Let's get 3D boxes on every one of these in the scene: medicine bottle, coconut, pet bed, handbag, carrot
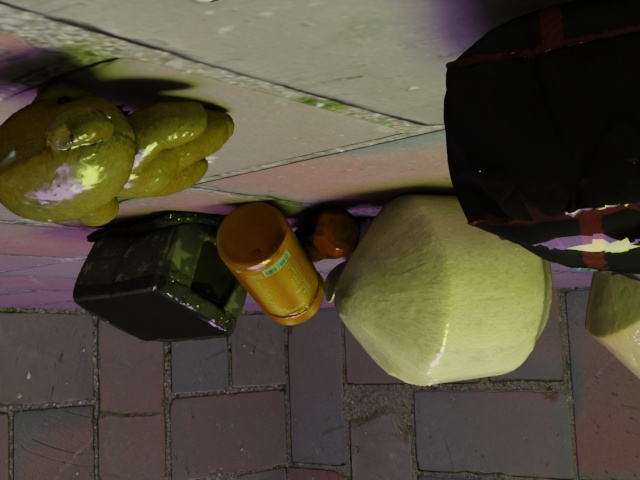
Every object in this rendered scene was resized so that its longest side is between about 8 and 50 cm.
[{"bbox_3d":[-0.062,0.034,1.214,0.096,0.096,0.192,-4,152,16],"label":"medicine bottle"},{"bbox_3d":[0.594,0.102,1.569,0.329,0.328,0.329,-2,173,0],"label":"coconut"},{"bbox_3d":[-0.210,0.041,1.290,0.211,0.159,0.183,-10,145,39],"label":"pet bed"},{"bbox_3d":[0.142,0.060,1.153,0.266,0.237,0.237,-3,174,-28],"label":"coconut"},{"bbox_3d":[0.187,-0.059,0.525,0.215,0.155,0.169,-7,179,19],"label":"handbag"},{"bbox_3d":[0.000,0.000,1.291,0.070,0.070,0.260,-1,173,-13],"label":"carrot"}]

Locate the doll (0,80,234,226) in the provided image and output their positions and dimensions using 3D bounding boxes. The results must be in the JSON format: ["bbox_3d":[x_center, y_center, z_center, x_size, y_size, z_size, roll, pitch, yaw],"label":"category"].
[{"bbox_3d":[-0.150,-0.068,0.662,0.137,0.097,0.209,-32,171,28],"label":"doll"}]

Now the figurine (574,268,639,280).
[{"bbox_3d":[0.403,-0.002,1.294,0.138,0.110,0.245,20,171,-22],"label":"figurine"}]

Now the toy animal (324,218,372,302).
[{"bbox_3d":[0.075,0.026,1.347,0.131,0.127,0.182,3,-175,5],"label":"toy animal"}]
